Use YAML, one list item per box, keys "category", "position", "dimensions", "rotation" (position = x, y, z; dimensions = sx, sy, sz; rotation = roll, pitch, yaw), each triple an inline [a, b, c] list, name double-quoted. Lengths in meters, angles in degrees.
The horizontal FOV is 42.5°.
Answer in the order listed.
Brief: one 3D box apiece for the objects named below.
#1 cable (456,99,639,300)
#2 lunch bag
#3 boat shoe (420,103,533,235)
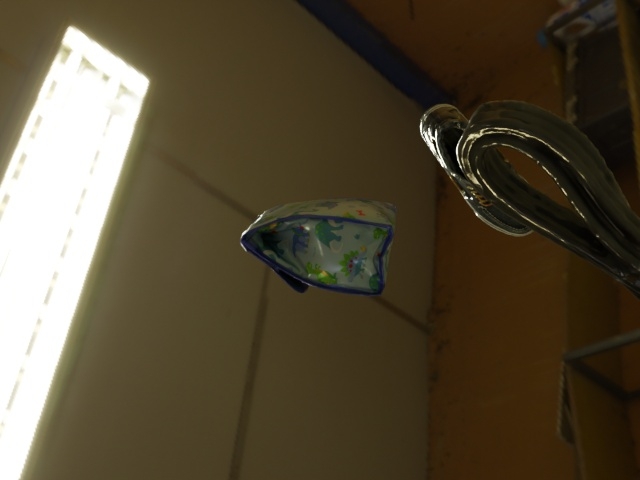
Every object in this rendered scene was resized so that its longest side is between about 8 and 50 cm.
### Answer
- category: "cable"
  position: [0.209, 0.011, 0.476]
  dimensions: [0.287, 0.139, 0.072]
  rotation: [32, -117, 10]
- category: "lunch bag"
  position: [0.000, 0.000, 0.867]
  dimensions: [0.129, 0.151, 0.096]
  rotation: [-62, -18, -78]
- category: "boat shoe"
  position: [0.173, -0.062, 0.863]
  dimensions: [0.183, 0.065, 0.083]
  rotation: [44, -167, -17]
